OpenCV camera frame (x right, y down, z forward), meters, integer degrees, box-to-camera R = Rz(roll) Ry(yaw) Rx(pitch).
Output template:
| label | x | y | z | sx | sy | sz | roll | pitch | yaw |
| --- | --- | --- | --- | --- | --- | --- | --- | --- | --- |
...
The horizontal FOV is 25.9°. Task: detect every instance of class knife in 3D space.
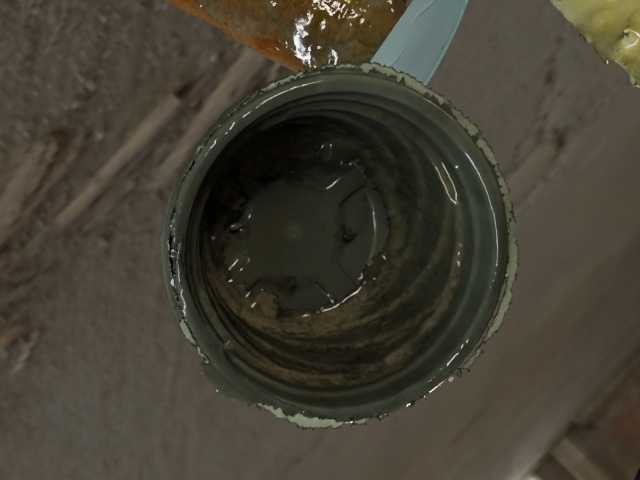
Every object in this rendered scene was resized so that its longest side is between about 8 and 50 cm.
| label | x | y | z | sx | sy | sz | roll | pitch | yaw |
| --- | --- | --- | --- | --- | --- | --- | --- | --- | --- |
| knife | 0.049 | -0.130 | 1.199 | 0.044 | 0.080 | 0.331 | 8 | 136 | -40 |

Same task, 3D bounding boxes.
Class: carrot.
| label | x | y | z | sx | sy | sz | roll | pitch | yaw |
| --- | --- | --- | --- | --- | --- | --- | --- | --- | --- |
| carrot | -0.054 | -0.255 | 1.451 | 0.138 | 0.302 | 0.138 | -58 | 160 | -35 |

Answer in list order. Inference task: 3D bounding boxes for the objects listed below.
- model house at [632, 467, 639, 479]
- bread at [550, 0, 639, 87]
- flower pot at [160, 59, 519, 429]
| label | x | y | z | sx | sy | sz | roll | pitch | yaw |
| --- | --- | --- | --- | --- | --- | --- | --- | --- | --- |
| model house | 0.350 | 0.233 | 1.096 | 0.211 | 0.194 | 0.170 | -42 | -147 | 40 |
| bread | 0.212 | -0.066 | 0.440 | 0.142 | 0.266 | 0.178 | 8 | 126 | -43 |
| flower pot | 0.000 | 0.000 | 0.925 | 0.235 | 0.235 | 0.140 | -44 | -166 | -8 |
